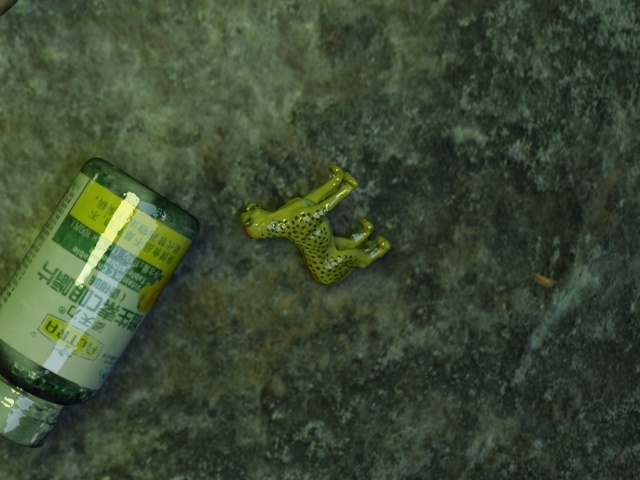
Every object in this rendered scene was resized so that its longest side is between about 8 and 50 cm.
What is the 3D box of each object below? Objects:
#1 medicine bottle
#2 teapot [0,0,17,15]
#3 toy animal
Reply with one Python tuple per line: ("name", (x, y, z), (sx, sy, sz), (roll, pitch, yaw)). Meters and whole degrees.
("medicine bottle", (-0.257, 0.068, 1.270), (0.141, 0.141, 0.293), (33, 89, -34))
("teapot", (-0.381, -0.293, 0.958), (0.300, 0.344, 0.253), (40, 86, -33))
("toy animal", (0.000, 0.000, 1.450), (0.136, 0.073, 0.181), (-37, 133, -6))
